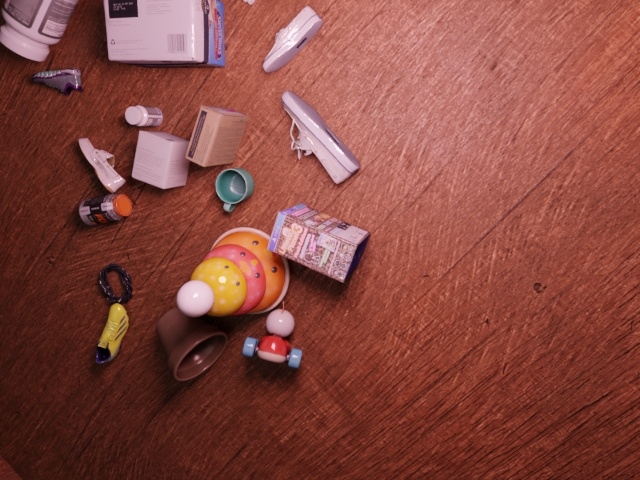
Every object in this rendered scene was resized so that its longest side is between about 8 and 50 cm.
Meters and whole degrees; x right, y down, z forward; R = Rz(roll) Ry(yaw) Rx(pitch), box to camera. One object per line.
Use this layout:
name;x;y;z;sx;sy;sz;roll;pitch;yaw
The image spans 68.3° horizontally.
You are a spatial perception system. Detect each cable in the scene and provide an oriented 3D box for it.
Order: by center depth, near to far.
cable;-0.898;0.189;2.075;0.150;0.047;0.185;1;101;17

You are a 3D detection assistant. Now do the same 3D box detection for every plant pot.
plant pot;-0.548;0.401;1.931;0.229;0.263;0.263;41;111;25

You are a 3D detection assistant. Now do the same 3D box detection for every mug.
mug;-0.326;-0.201;1.786;0.157;0.097;0.130;-36;90;21

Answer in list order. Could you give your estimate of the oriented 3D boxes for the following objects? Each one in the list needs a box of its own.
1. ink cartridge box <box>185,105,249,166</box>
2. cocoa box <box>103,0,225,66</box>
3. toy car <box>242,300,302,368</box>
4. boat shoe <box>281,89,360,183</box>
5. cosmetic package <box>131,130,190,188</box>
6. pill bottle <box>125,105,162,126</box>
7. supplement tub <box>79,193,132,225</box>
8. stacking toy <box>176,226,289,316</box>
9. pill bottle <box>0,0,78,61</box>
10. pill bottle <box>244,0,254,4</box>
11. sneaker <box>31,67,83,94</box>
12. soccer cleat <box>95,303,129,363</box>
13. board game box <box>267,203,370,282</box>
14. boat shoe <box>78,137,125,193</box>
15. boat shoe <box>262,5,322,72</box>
ink cartridge box;-0.365;-0.373;1.687;0.088;0.234;0.194;25;107;9
cocoa box;-0.540;-0.740;1.664;0.346;0.228;0.232;5;104;16
toy car;-0.164;0.356;1.842;0.219;0.210;0.238;14;77;0
boat shoe;-0.035;-0.345;1.659;0.156;0.136;0.367;-40;98;24
cosmetic package;-0.606;-0.314;1.820;0.151;0.151;0.184;20;106;12
pill bottle;-0.679;-0.478;1.813;0.078;0.137;0.078;4;103;16
supplement tub;-0.893;-0.131;1.966;0.190;0.117;0.117;-9;99;19
stacking toy;-0.340;0.163;1.666;0.350;0.480;0.351;4;103;16
pill bottle;-1.076;-0.894;1.806;0.210;0.210;0.363;42;110;5
pill bottle;-0.266;-0.868;1.651;0.083;0.043;0.043;47;110;2
sneaker;-1.081;-0.643;1.933;0.223;0.083;0.098;-2;106;17
soccer cleat;-0.931;0.420;2.095;0.093;0.121;0.290;22;107;12
board game box;0.000;0.000;1.659;0.290;0.232;0.141;23;108;12
boat shoe;-0.894;-0.323;1.945;0.096;0.098;0.277;-35;80;-8
boat shoe;-0.110;-0.691;1.625;0.258;0.095;0.084;-39;85;10
